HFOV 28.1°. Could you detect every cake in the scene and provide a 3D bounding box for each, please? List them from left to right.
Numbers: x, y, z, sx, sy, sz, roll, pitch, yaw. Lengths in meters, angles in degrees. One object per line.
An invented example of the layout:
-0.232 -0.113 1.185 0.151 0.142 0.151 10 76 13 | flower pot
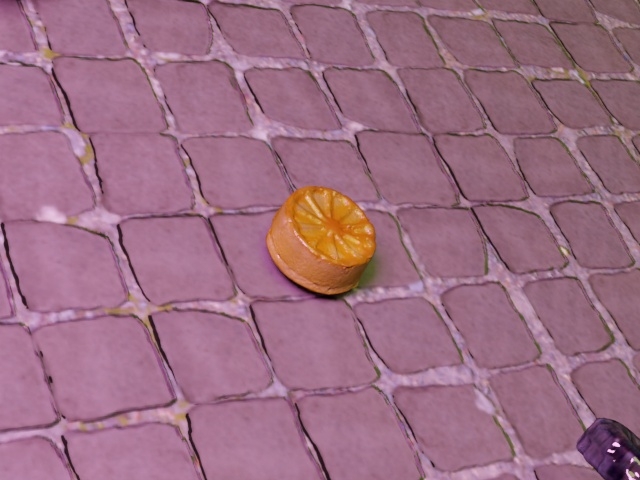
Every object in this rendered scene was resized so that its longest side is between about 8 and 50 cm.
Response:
0.000 0.000 0.967 0.084 0.044 0.084 17 45 -18 | cake

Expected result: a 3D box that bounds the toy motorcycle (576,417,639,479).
0.308 0.230 0.815 0.327 0.143 0.188 38 -1 -9 | toy motorcycle
